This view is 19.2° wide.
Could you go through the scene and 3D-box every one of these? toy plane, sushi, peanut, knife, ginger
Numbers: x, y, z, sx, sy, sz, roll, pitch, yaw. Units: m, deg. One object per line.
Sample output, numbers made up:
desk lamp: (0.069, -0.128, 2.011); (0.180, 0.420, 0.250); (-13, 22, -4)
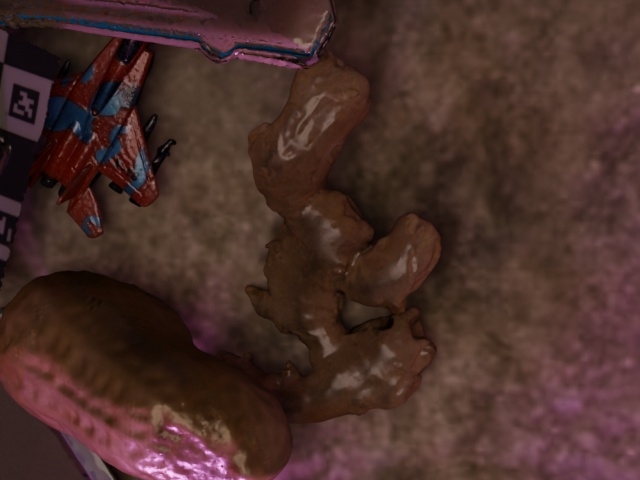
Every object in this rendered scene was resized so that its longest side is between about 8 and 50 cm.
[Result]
toy plane: (-0.140, -0.100, 1.270); (0.130, 0.061, 0.189); (34, 99, 6)
sushi: (-0.293, -0.075, 1.270); (0.215, 0.050, 0.192); (25, 110, 23)
peanut: (-0.115, 0.095, 1.246); (0.236, 0.120, 0.110); (25, 86, 30)
knife: (-0.146, -0.154, 1.230); (0.365, 0.043, 0.089); (8, 94, 29)
ginger: (0.015, 0.005, 1.247); (0.149, 0.065, 0.258); (13, 109, 6)

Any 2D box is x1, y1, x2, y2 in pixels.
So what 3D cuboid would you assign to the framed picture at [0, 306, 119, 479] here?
framed picture: (-0.233, 0.225, 1.358); (0.231, 0.018, 0.293); (-32, 91, 14)
